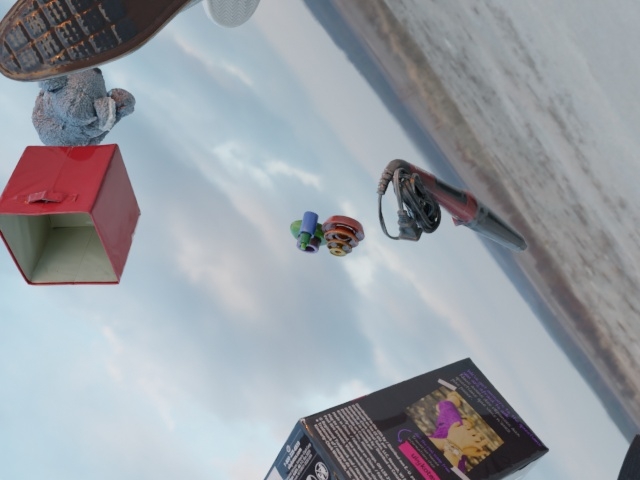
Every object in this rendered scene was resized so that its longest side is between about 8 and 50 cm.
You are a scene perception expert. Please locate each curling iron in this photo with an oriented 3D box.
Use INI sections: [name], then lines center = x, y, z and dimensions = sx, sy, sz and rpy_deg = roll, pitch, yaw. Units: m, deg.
[curling iron]
center = 0.132, -0.018, 0.678
dimensions = 0.274, 0.035, 0.068
rpy_deg = 14, -98, -52

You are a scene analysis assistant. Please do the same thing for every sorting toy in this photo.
[sorting toy]
center = 0.000, 0.000, 0.791
dimensions = 0.061, 0.102, 0.042
rpy_deg = 33, -119, -35

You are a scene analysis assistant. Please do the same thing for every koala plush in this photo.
[koala plush]
center = -0.489, -0.278, 1.449
dimensions = 0.196, 0.203, 0.221
rpy_deg = 35, 167, -19

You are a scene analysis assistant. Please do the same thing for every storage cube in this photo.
[storage cube]
center = -0.462, -0.048, 1.330
dimensions = 0.215, 0.183, 0.193
rpy_deg = 84, -173, -46

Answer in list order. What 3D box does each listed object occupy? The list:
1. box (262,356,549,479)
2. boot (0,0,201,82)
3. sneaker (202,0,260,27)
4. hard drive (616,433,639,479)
[box]
center = 0.086, 0.254, 0.766
dimensions = 0.270, 0.165, 0.143
rpy_deg = -7, -133, -42
[boot]
center = -0.155, -0.189, 0.584
dimensions = 0.082, 0.219, 0.106
rpy_deg = 59, 177, -7
[sneaker]
center = -0.158, -0.466, 1.054
dimensions = 0.108, 0.293, 0.169
rpy_deg = -7, -162, -33
[hard drive]
center = 0.544, 0.416, 1.127
dimensions = 0.054, 0.172, 0.255
rpy_deg = 51, -128, -22
